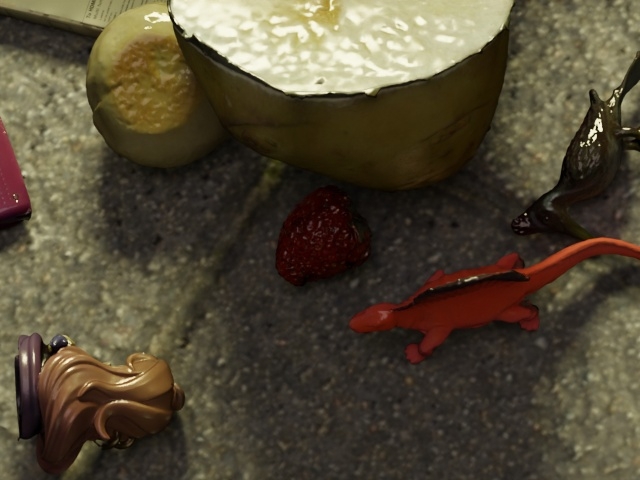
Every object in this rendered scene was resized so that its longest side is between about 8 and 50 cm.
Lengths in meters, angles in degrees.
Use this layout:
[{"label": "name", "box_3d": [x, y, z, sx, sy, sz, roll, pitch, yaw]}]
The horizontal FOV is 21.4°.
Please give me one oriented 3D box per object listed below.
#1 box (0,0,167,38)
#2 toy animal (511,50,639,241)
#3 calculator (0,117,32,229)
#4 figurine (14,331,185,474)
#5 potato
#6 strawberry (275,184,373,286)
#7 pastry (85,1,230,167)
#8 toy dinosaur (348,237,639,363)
[{"label": "box", "box_3d": [-0.233, -0.267, 1.664, 0.247, 0.033, 0.129, 15, 76, 12]}, {"label": "toy animal", "box_3d": [0.251, -0.074, 1.529, 0.202, 0.070, 0.105, -46, 63, -1]}, {"label": "calculator", "box_3d": [-0.378, -0.042, 1.612, 0.191, 0.034, 0.126, -23, 72, 1]}, {"label": "figurine", "box_3d": [-0.201, 0.144, 1.485, 0.157, 0.114, 0.126, 10, 108, 6]}, {"label": "potato", "box_3d": [0.016, -0.144, 1.496, 0.300, 0.196, 0.246, 1, 46, -2]}, {"label": "strawberry", "box_3d": [0.000, 0.000, 1.525, 0.083, 0.083, 0.096, 43, 89, 18]}, {"label": "pastry", "box_3d": [-0.143, -0.145, 1.568, 0.156, 0.092, 0.156, 0, 99, -3]}, {"label": "toy dinosaur", "box_3d": [0.161, 0.034, 1.455, 0.286, 0.139, 0.070, -15, 72, 2]}]
